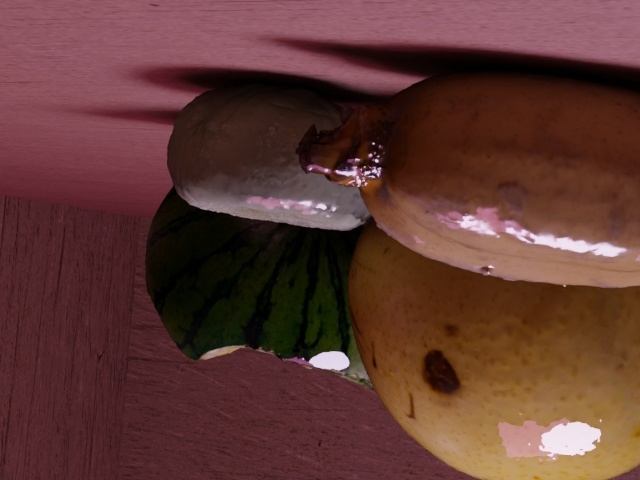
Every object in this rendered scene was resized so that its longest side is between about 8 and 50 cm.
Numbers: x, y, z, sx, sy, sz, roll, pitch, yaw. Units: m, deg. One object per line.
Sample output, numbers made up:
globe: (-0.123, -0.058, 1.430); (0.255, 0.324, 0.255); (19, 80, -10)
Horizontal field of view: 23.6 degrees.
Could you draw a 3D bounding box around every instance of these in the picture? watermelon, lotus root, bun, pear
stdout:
watermelon: (0.000, 0.000, 1.589); (0.331, 0.330, 0.189); (6, 150, -25)
lotus root: (0.147, -0.053, 1.144); (0.343, 0.151, 0.169); (10, 158, -13)
bun: (-0.032, -0.073, 1.323); (0.196, 0.118, 0.195); (10, 174, 1)
pear: (0.193, 0.057, 1.398); (0.348, 0.348, 0.348); (4, 178, 0)
